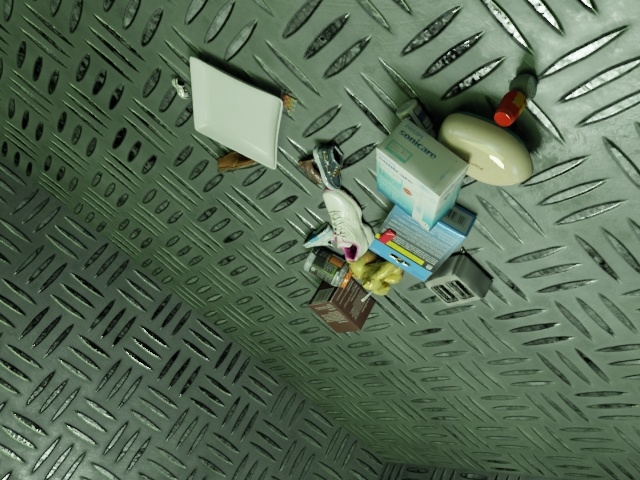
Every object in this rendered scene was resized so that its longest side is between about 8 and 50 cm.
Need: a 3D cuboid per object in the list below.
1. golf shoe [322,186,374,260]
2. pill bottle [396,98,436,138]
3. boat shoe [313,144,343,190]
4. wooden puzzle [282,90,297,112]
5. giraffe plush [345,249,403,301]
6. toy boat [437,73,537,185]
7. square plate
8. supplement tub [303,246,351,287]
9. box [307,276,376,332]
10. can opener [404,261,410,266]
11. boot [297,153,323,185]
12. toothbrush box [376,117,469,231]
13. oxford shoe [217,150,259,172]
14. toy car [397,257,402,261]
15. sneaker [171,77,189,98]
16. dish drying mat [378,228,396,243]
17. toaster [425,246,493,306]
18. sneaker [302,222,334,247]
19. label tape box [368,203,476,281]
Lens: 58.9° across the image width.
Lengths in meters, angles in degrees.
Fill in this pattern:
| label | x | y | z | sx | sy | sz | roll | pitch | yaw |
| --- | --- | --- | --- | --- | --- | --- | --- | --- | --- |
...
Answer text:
| label | x | y | z | sx | sy | sz | roll | pitch | yaw |
| --- | --- | --- | --- | --- | --- | --- | --- | --- | --- |
| golf shoe | 0.089 | -0.056 | 2.036 | 0.115 | 0.140 | 0.306 | -2 | 133 | 45 |
| pill bottle | 0.269 | -0.327 | 1.574 | 0.067 | 0.067 | 0.120 | -12 | 127 | 49 |
| boat shoe | 0.045 | -0.239 | 1.890 | 0.083 | 0.065 | 0.183 | 6 | 139 | 38 |
| wooden puzzle | -0.099 | -0.439 | 1.799 | 0.049 | 0.006 | 0.083 | 29 | 148 | 5 |
| giraffe plush | 0.191 | 0.112 | 2.175 | 0.170 | 0.210 | 0.181 | 49 | 163 | 32 |
| toy boat | 0.449 | -0.276 | 1.439 | 0.267 | 0.148 | 0.318 | 33 | 156 | 9 |
| square plate | -0.281 | -0.432 | 1.929 | 0.344 | 0.049 | 0.347 | 28 | 148 | 9 |
| supplement tub | 0.037 | 0.112 | 2.330 | 0.190 | 0.117 | 0.117 | 29 | 148 | 7 |
| box | 0.092 | 0.272 | 2.451 | 0.203 | 0.167 | 0.168 | 46 | 145 | -21 |
| can opener | 0.304 | 0.047 | 2.067 | 0.186 | 0.073 | 0.059 | 34 | 158 | 15 |
| boot | -0.016 | -0.242 | 1.967 | 0.114 | 0.037 | 0.106 | 50 | 158 | -20 |
| toothbrush box | 0.276 | -0.176 | 1.593 | 0.216 | 0.126 | 0.295 | 41 | 170 | 15 |
| oxford shoe | -0.305 | -0.300 | 2.118 | 0.212 | 0.076 | 0.076 | -3 | 95 | 29 |
| toy car | 0.335 | 0.098 | 2.122 | 0.122 | 0.040 | 0.060 | 29 | 148 | 6 |
| sneaker | -0.486 | -0.533 | 1.985 | 0.037 | 0.032 | 0.083 | -3 | 135 | 43 |
| dish drying mat | 0.223 | -0.011 | 1.901 | 0.032 | 0.008 | 0.083 | 36 | 149 | -6 |
| toaster | 0.479 | 0.137 | 1.984 | 0.186 | 0.110 | 0.168 | 42 | 146 | -15 |
| sneaker | 0.000 | 0.000 | 2.258 | 0.083 | 0.071 | 0.191 | 37 | 149 | -18 |
| label tape box | 0.329 | -0.026 | 1.895 | 0.241 | 0.106 | 0.333 | 31 | 149 | 3 |
